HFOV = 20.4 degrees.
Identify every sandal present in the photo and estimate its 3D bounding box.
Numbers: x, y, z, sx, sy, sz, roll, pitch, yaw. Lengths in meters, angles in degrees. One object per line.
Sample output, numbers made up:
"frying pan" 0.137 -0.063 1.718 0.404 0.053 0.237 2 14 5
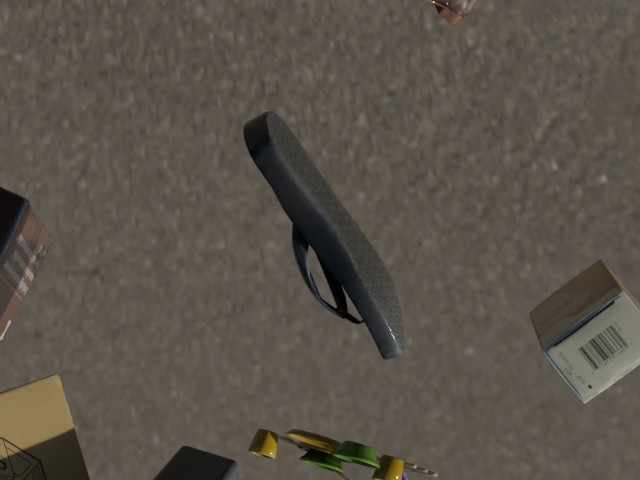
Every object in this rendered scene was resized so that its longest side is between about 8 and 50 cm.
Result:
"sandal" 0.000 -0.001 1.617 0.054 0.097 0.254 -30 101 16

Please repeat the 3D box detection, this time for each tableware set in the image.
"tableware set" 0.006 0.167 1.358 0.104 0.024 0.154 27 165 -40

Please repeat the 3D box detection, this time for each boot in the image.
"boot" 0.137 -0.274 1.712 0.114 0.037 0.106 -44 133 19

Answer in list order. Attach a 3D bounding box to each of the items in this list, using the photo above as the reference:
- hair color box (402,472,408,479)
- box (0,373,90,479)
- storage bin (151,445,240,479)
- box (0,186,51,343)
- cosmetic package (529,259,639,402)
"hair color box" -0.074 0.332 1.658 0.339 0.110 0.185 -17 161 -16
"box" -0.310 0.228 1.612 0.201 0.021 0.164 -17 95 -19
"storage bin" -0.101 0.240 1.459 0.098 0.091 0.135 14 130 20
"box" -0.401 -0.039 1.307 0.381 0.143 0.191 28 170 0
"cosmetic package" 0.160 0.051 1.049 0.060 0.115 0.041 -38 95 6
